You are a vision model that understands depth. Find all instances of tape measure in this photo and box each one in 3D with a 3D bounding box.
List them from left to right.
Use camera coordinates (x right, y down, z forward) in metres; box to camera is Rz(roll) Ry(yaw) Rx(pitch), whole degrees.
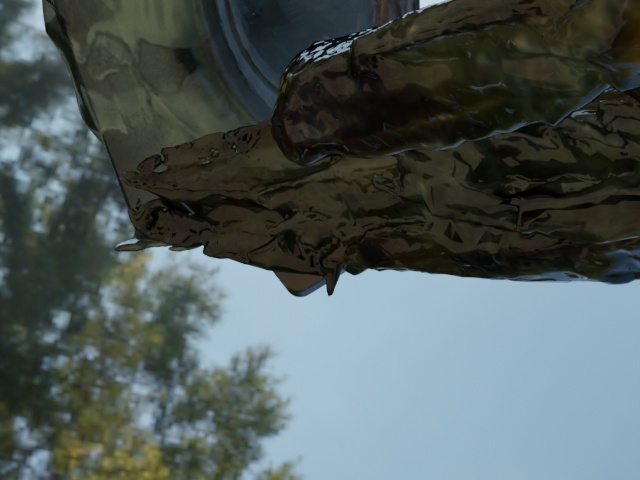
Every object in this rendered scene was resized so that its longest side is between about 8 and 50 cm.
[{"bbox_3d":[-0.062,-0.152,0.954,0.147,0.275,0.256,0,-64,41],"label":"tape measure"}]

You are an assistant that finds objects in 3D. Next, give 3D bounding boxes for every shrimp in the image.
[{"bbox_3d":[0.080,-0.034,0.554,0.445,0.272,0.085,-4,-103,35],"label":"shrimp"}]

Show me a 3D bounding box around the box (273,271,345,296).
[{"bbox_3d":[0.000,0.000,1.583,0.126,0.031,0.091,-34,-113,-14],"label":"box"}]
